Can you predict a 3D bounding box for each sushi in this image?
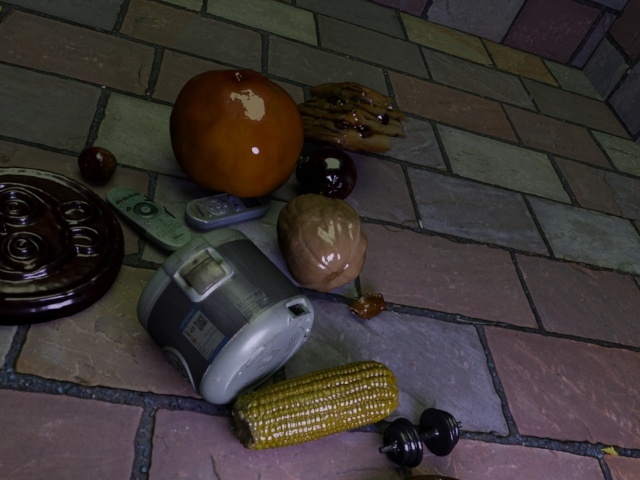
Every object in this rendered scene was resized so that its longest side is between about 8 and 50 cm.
[{"bbox_3d":[0.112,0.154,1.485,0.060,0.061,0.118,42,22,32],"label":"sushi"}]

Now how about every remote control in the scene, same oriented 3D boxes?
[{"bbox_3d":[-0.403,-0.050,1.449,0.256,0.045,0.097,38,40,19],"label":"remote control"},{"bbox_3d":[-0.233,-0.081,1.566,0.244,0.047,0.087,-16,52,-38],"label":"remote control"}]

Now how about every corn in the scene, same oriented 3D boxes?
[{"bbox_3d":[-0.003,0.319,1.191,0.344,0.131,0.131,-8,50,-31],"label":"corn"}]

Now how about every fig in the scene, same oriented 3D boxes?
[{"bbox_3d":[-0.531,-0.190,1.515,0.089,0.089,0.125,37,23,13],"label":"fig"}]

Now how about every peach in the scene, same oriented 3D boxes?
[{"bbox_3d":[-0.206,-0.279,1.559,0.342,0.302,0.343,4,25,-2],"label":"peach"}]

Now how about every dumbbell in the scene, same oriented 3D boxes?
[{"bbox_3d":[0.204,0.394,1.235,0.208,0.099,0.099,-6,49,-31],"label":"dumbbell"}]

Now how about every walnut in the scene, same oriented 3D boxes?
[{"bbox_3d":[0.000,0.000,1.474,0.224,0.225,0.261,5,32,-22],"label":"walnut"}]

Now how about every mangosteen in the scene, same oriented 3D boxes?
[{"bbox_3d":[0.019,-0.185,1.724,0.172,0.173,0.184,18,21,-9],"label":"mangosteen"}]

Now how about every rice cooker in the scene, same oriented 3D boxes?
[{"bbox_3d":[-0.185,0.138,1.178,0.277,0.288,0.288,44,43,18],"label":"rice cooker"}]

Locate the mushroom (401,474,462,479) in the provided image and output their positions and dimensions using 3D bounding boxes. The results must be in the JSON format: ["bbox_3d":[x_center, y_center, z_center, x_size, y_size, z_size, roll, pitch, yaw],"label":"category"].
[{"bbox_3d":[0.204,0.531,1.039,0.278,0.163,0.297,33,39,10],"label":"mushroom"}]

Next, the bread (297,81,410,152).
[{"bbox_3d":[0.117,-0.366,1.842,0.370,0.192,0.314,-2,13,-42],"label":"bread"}]

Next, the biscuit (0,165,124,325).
[{"bbox_3d":[-0.610,-0.007,1.261,0.407,0.091,0.407,15,40,-13],"label":"biscuit"}]
